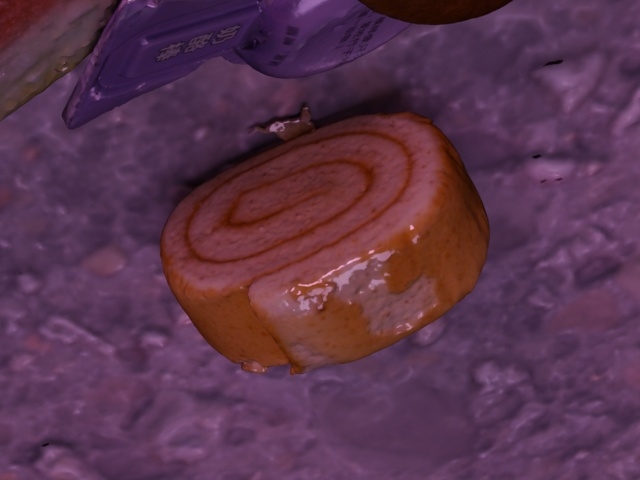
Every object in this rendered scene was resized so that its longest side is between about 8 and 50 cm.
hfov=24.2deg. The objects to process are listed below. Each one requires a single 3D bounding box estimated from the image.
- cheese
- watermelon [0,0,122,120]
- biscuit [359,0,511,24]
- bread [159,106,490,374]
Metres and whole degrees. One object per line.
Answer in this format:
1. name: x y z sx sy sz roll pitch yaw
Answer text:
1. cheese: -0.013 -0.096 0.613 0.191 0.042 0.105 -24 166 -33
2. watermelon: -0.203 -0.107 0.501 0.310 0.193 0.231 -16 133 -1
3. biscuit: 0.065 -0.176 0.551 0.212 0.036 0.212 -26 132 -32
4. bread: 0.000 0.000 0.688 0.149 0.122 0.073 -25 128 7
